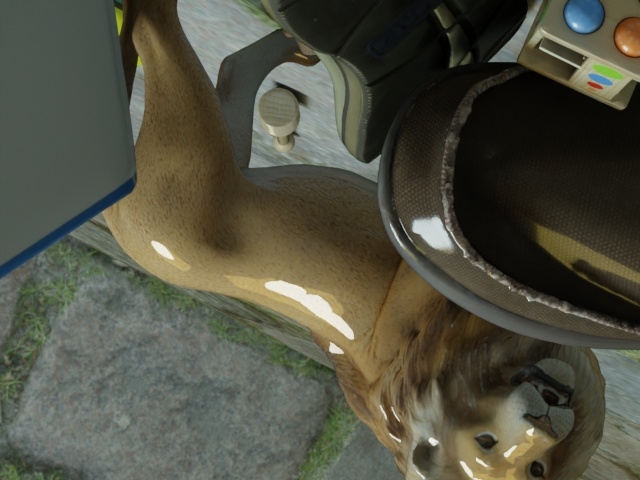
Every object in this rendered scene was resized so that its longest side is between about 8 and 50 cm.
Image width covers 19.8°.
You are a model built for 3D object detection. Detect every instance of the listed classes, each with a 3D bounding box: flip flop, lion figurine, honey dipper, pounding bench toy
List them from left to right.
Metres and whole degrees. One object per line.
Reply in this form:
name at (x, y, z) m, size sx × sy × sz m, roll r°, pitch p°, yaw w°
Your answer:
honey dipper at (-0.028, -0.086, 1.379) m, size 0.030 × 0.030 × 0.161 m, roll 24°, pitch 176°, yaw 4°
lion figurine at (0.000, 0.000, 1.081) m, size 0.392 × 0.240 × 0.142 m, roll 24°, pitch 172°, yaw 12°
flip flop at (0.020, -0.115, 0.829) m, size 0.080 × 0.112 × 0.277 m, roll 49°, pitch -176°, yaw 21°
pounding bench toy at (0.136, -0.088, 0.778) m, size 0.083 × 0.052 × 0.065 m, roll 25°, pitch 172°, yaw -1°

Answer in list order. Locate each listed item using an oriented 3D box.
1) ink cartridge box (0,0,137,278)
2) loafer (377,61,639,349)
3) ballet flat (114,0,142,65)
ink cartridge box at (-0.337, -0.084, 0.940) m, size 0.395 × 0.285 × 0.166 m, roll 21°, pitch 131°, yaw 34°
loafer at (0.207, -0.006, 0.842) m, size 0.366 × 0.134 × 0.130 m, roll 13°, pitch 170°, yaw -14°
ballet flat at (-0.179, -0.153, 1.212) m, size 0.077 × 0.077 × 0.231 m, roll 22°, pitch 172°, yaw 30°
